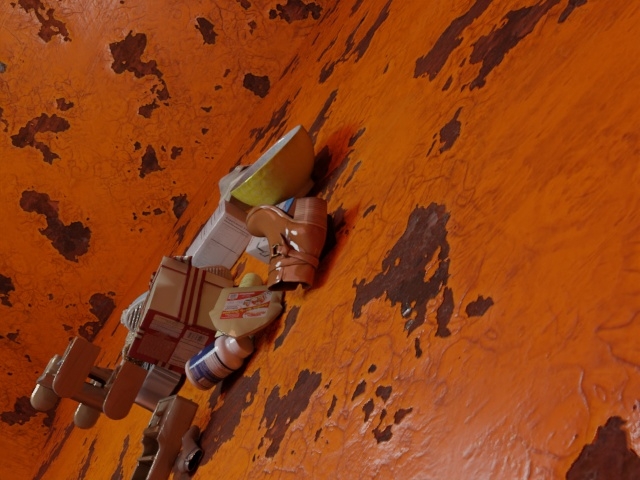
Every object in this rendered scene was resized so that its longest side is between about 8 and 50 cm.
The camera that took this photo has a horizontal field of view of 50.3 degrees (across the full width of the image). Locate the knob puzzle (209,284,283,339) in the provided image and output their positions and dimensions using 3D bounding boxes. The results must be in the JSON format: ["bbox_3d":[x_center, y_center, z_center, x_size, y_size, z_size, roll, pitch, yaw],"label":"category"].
[{"bbox_3d":[-0.186,0.185,1.708,0.213,0.030,0.213,-9,33,6],"label":"knob puzzle"}]

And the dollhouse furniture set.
[{"bbox_3d":[-0.568,0.477,1.795,0.362,0.394,0.256,-30,34,54],"label":"dollhouse furniture set"}]

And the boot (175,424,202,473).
[{"bbox_3d":[-0.312,0.511,1.664,0.087,0.042,0.118,-15,47,54],"label":"boot"}]

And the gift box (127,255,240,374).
[{"bbox_3d":[-0.390,0.205,1.998,0.276,0.255,0.258,-53,21,32],"label":"gift box"}]

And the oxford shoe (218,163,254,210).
[{"bbox_3d":[-0.256,-0.214,2.402,0.449,0.169,0.130,153,115,-61],"label":"oxford shoe"}]

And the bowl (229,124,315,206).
[{"bbox_3d":[-0.111,-0.187,2.000,0.289,0.156,0.289,-41,14,12],"label":"bowl"}]

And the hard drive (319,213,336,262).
[{"bbox_3d":[0.000,0.000,1.685,0.094,0.022,0.135,-51,21,21],"label":"hard drive"}]

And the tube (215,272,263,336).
[{"bbox_3d":[-0.208,0.172,1.817,0.240,0.062,0.070,-71,4,-59],"label":"tube"}]

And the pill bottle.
[{"bbox_3d":[-0.252,0.300,1.726,0.169,0.094,0.094,-37,26,19],"label":"pill bottle"}]

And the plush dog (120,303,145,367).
[{"bbox_3d":[-0.594,0.373,2.313,0.262,0.211,0.225,104,-175,-54],"label":"plush dog"}]

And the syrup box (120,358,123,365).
[{"bbox_3d":[-0.688,0.436,2.601,0.093,0.096,0.237,-27,36,53],"label":"syrup box"}]

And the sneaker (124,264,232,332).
[{"bbox_3d":[-0.467,0.170,2.214,0.366,0.135,0.150,-23,15,-13],"label":"sneaker"}]

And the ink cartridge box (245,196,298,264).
[{"bbox_3d":[-0.112,-0.023,1.897,0.203,0.086,0.148,-16,45,64],"label":"ink cartridge box"}]

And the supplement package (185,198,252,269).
[{"bbox_3d":[-0.340,0.006,2.335,0.244,0.139,0.134,-53,21,12],"label":"supplement package"}]

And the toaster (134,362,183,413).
[{"bbox_3d":[-0.510,0.436,2.145,0.168,0.110,0.185,-53,20,18],"label":"toaster"}]

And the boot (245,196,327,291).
[{"bbox_3d":[-0.097,0.023,1.670,0.283,0.109,0.220,-8,65,39],"label":"boot"}]
